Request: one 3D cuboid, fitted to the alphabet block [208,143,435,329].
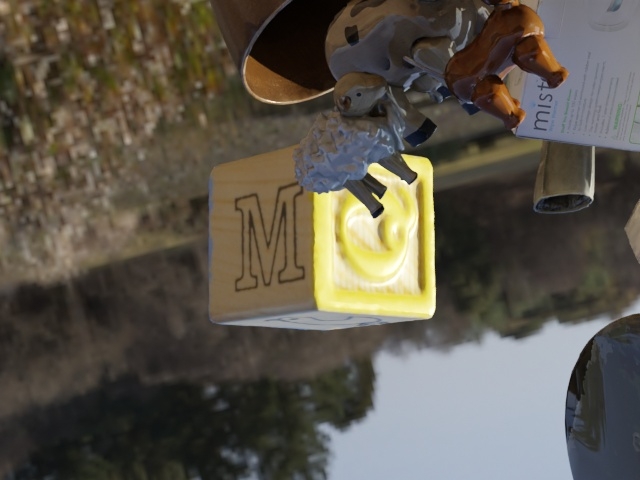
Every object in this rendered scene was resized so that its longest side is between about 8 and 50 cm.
[{"bbox_3d":[0.000,0.000,1.732,0.192,0.193,0.197,4,170,-39],"label":"alphabet block"}]

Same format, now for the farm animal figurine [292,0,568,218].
[{"bbox_3d":[0.113,-0.218,1.286,0.327,0.172,0.330,-36,-163,42],"label":"farm animal figurine"}]

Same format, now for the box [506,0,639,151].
[{"bbox_3d":[0.320,-0.228,1.502,0.231,0.262,0.127,6,-161,-2],"label":"box"}]

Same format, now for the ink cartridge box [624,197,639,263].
[{"bbox_3d":[0.445,-0.081,1.332,0.226,0.306,0.131,22,-163,-2],"label":"ink cartridge box"}]

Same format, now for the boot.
[{"bbox_3d":[0.312,-0.137,1.993,0.076,0.208,0.189,7,169,-22],"label":"boot"}]

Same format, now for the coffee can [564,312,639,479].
[{"bbox_3d":[0.297,0.088,0.771,0.275,0.201,0.201,-20,-178,-27],"label":"coffee can"}]

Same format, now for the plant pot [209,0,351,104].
[{"bbox_3d":[-0.044,-0.307,1.640,0.215,0.230,0.215,-26,155,-13],"label":"plant pot"}]
